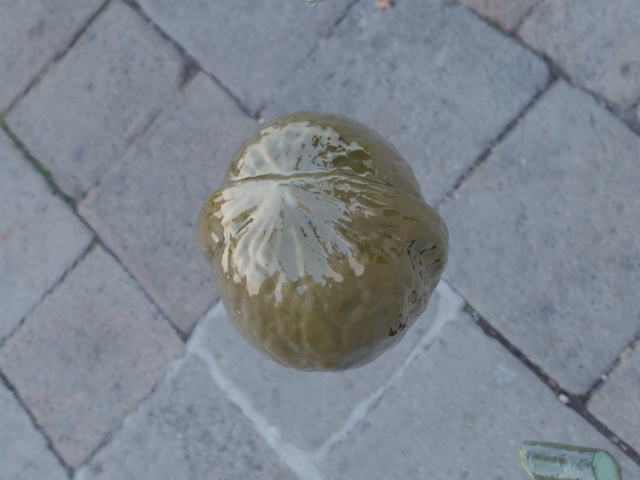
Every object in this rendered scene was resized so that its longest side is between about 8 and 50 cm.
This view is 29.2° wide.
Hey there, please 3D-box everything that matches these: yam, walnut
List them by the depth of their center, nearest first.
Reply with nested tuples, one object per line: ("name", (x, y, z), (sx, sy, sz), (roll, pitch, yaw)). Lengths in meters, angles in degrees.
("walnut", (0.000, 0.000, 1.452), (0.332, 0.333, 0.333), (-11, 65, 24))
("yam", (0.351, 0.324, 1.747), (0.146, 0.069, 0.070), (0, 70, 34))

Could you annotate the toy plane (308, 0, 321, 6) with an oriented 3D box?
("toy plane", (0.028, -0.305, 1.026), (0.262, 0.088, 0.192), (-10, 103, 25))
